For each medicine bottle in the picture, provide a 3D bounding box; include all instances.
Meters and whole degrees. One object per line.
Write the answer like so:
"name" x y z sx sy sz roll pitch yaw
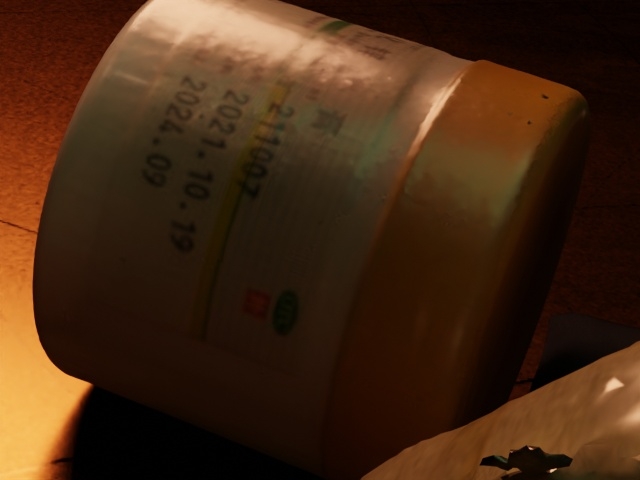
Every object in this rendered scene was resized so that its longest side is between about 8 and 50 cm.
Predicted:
"medicine bottle" 0.000 0.000 0.841 0.231 0.238 0.238 20 30 13

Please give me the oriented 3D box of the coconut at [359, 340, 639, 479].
"coconut" 0.190 0.188 0.444 0.404 0.405 0.405 10 29 -5

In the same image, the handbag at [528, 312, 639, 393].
"handbag" 0.203 0.129 0.851 0.211 0.089 0.254 14 30 13
